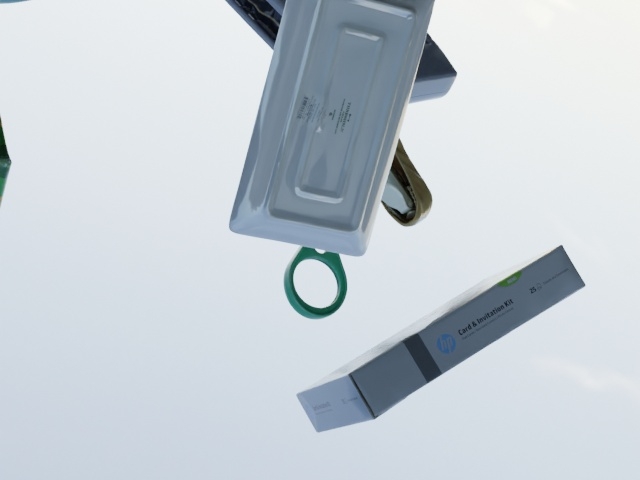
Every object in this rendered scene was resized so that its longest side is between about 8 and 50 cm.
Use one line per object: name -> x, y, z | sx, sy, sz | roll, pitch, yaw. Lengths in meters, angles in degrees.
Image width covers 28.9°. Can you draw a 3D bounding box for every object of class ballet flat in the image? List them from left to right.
ballet flat -> 0.076, -0.118, 1.683 | 0.232, 0.080, 0.073 | 52, -149, -10

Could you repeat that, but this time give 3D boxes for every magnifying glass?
magnifying glass -> 0.000, 0.000, 1.750 | 0.092, 0.026, 0.231 | 16, -116, -22

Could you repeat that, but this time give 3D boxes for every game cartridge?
game cartridge -> 0.008, -0.252, 1.374 | 0.196, 0.060, 0.294 | -18, -122, -43

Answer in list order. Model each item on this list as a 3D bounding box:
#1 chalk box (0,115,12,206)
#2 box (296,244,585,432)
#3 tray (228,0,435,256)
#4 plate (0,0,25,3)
chalk box -> -0.426, -0.070, 1.037 | 0.289, 0.180, 0.179 | 0, -132, -25
box -> 0.084, 0.074, 0.904 | 0.186, 0.145, 0.038 | -28, -93, -19
tray -> 0.015, -0.120, 1.161 | 0.145, 0.270, 0.030 | 11, -168, -20
plate -> -0.158, -0.212, 0.660 | 0.188, 0.188, 0.024 | 6, -156, -44
